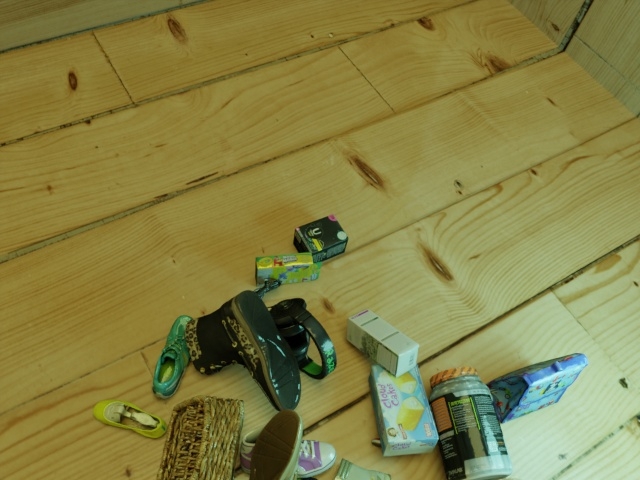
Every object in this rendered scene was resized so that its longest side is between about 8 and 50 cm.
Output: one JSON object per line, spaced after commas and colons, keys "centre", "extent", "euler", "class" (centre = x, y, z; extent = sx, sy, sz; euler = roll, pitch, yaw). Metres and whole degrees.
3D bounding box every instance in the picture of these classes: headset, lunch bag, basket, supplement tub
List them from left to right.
{"centre": [-0.341, 0.585, 1.574], "extent": [0.222, 0.214, 0.299], "euler": [9, 57, -2], "class": "basket"}
{"centre": [-0.080, 0.265, 1.810], "extent": [0.185, 0.244, 0.394], "euler": [-33, 51, -31], "class": "headset"}
{"centre": [0.438, 0.555, 1.708], "extent": [0.193, 0.194, 0.316], "euler": [-3, 59, -10], "class": "supplement tub"}
{"centre": [0.672, 0.430, 1.759], "extent": [0.220, 0.293, 0.138], "euler": [-14, 60, -16], "class": "lunch bag"}

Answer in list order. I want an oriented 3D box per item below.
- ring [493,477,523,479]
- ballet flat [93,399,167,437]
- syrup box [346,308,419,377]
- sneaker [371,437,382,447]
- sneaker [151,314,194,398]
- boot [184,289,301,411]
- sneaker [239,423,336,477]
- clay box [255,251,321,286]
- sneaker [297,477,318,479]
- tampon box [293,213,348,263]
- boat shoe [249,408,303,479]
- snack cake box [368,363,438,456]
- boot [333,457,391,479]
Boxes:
{"centre": [0.529, 0.840, 1.588], "extent": [0.336, 0.032, 0.337], "euler": [2, 76, -9], "class": "ring"}
{"centre": [-0.560, 0.514, 1.670], "extent": [0.230, 0.077, 0.077], "euler": [18, 58, 4], "class": "ballet flat"}
{"centre": [0.193, 0.323, 1.823], "extent": [0.096, 0.093, 0.236], "euler": [-20, 36, -34], "class": "syrup box"}
{"centre": [0.214, 0.599, 1.740], "extent": [0.118, 0.042, 0.067], "euler": [11, 61, -10], "class": "sneaker"}
{"centre": [-0.448, 0.353, 1.769], "extent": [0.106, 0.110, 0.276], "euler": [11, 56, 0], "class": "sneaker"}
{"centre": [-0.240, 0.357, 1.723], "extent": [0.138, 0.284, 0.378], "euler": [-35, 101, -55], "class": "boot"}
{"centre": [-0.088, 0.592, 1.624], "extent": [0.281, 0.161, 0.102], "euler": [-2, 34, -10], "class": "sneaker"}
{"centre": [-0.112, 0.099, 1.965], "extent": [0.221, 0.127, 0.053], "euler": [-6, 58, -12], "class": "clay box"}
{"centre": [-0.104, 0.725, 1.612], "extent": [0.209, 0.069, 0.082], "euler": [-6, 80, -15], "class": "sneaker"}
{"centre": [0.000, 0.000, 2.058], "extent": [0.160, 0.101, 0.121], "euler": [-22, 64, -20], "class": "tampon box"}
{"centre": [-0.121, 0.622, 1.533], "extent": [0.121, 0.110, 0.341], "euler": [17, 83, 34], "class": "boat shoe"}
{"centre": [0.245, 0.510, 1.737], "extent": [0.152, 0.089, 0.265], "euler": [-1, 43, -9], "class": "snack cake box"}
{"centre": [0.100, 0.743, 1.614], "extent": [0.165, 0.077, 0.213], "euler": [19, 52, 4], "class": "boot"}
